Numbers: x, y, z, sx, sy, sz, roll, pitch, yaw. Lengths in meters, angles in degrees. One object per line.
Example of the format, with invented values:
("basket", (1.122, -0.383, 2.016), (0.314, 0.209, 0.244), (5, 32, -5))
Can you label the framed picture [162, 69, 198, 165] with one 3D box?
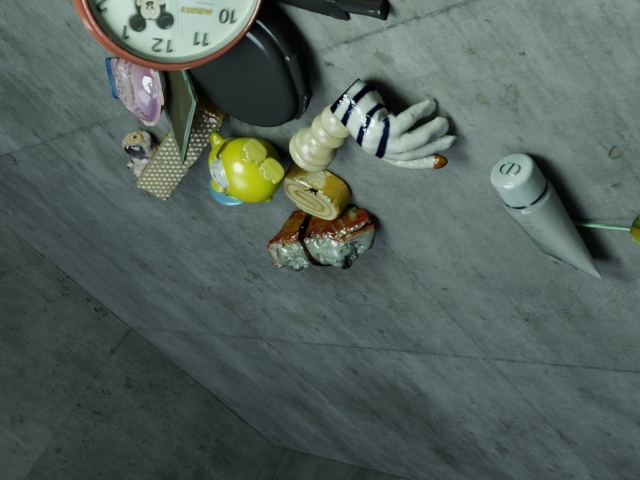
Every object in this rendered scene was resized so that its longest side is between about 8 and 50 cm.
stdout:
("framed picture", (-0.294, -0.304, 1.723), (0.273, 0.016, 0.216), (126, 128, -66))

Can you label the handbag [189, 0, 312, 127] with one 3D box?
("handbag", (-0.136, -0.335, 1.557), (0.254, 0.093, 0.308), (16, 151, 26))

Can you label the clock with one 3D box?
("clock", (-0.234, -0.419, 1.321), (0.318, 0.318, 0.080), (54, -177, -40))

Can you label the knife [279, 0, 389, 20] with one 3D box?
("knife", (0.014, -0.384, 1.388), (0.230, 0.028, 0.060), (18, 164, 30))

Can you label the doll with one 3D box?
("doll", (-0.178, -0.159, 1.863), (0.199, 0.145, 0.363), (50, 161, -12))

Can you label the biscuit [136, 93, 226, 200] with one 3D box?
("biscuit", (-0.327, -0.207, 1.944), (0.094, 0.054, 0.379), (32, 141, -14))

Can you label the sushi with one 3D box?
("sushi", (0.000, 0.000, 1.969), (0.332, 0.124, 0.130), (-2, 132, 46))

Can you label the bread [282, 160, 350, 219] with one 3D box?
("bread", (-0.013, -0.105, 1.854), (0.149, 0.073, 0.122), (27, 155, 10))

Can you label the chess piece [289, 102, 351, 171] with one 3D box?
("chess piece", (0.015, -0.208, 1.638), (0.094, 0.094, 0.170), (36, 147, -10))

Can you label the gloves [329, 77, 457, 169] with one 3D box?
("gloves", (0.128, -0.192, 1.489), (0.219, 0.131, 0.140), (44, 156, -5))

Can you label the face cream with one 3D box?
("face cream", (0.404, -0.029, 1.520), (0.143, 0.089, 0.314), (31, 166, 51))

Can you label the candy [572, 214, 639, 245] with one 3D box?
("candy", (0.507, -0.025, 1.472), (0.202, 0.061, 0.061), (10, 148, 53))

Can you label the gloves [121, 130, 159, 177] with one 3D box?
("gloves", (-0.432, -0.211, 2.096), (0.110, 0.094, 0.144), (7, 147, -1))

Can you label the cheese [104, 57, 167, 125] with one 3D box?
("cheese", (-0.402, -0.339, 1.812), (0.286, 0.074, 0.189), (20, 124, 54))
